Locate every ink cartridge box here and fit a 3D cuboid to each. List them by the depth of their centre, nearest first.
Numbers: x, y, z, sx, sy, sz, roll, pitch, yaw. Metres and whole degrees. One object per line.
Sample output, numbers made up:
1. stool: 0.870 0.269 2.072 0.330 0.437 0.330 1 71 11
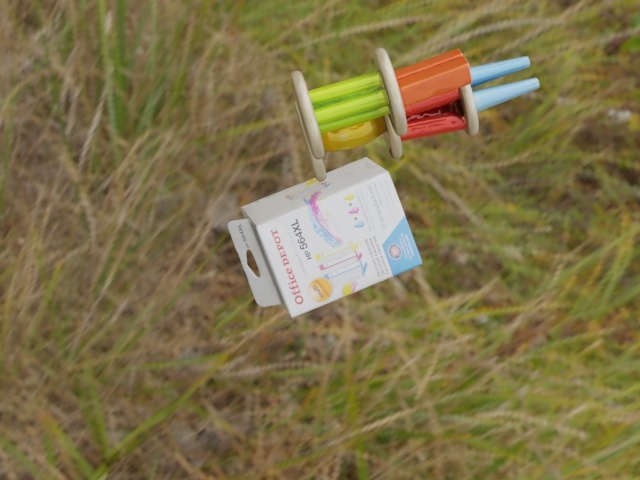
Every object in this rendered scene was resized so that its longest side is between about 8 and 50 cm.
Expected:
1. ink cartridge box: 0.000 0.000 1.433 0.143 0.090 0.092 -23 105 -7

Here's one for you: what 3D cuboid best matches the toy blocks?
1. toy blocks: 0.060 -0.087 0.973 0.148 0.123 0.054 -17 82 -2
